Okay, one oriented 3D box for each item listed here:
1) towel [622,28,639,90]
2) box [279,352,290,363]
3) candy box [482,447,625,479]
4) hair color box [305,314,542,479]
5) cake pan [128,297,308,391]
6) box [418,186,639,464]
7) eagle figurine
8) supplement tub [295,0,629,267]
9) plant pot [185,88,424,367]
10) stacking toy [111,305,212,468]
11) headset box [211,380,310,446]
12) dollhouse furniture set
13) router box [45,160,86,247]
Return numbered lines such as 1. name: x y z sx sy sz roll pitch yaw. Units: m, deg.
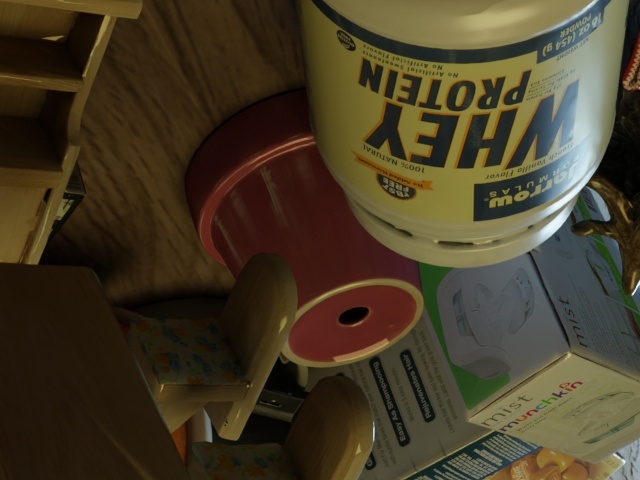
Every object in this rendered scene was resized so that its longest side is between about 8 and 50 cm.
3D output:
1. towel: 0.311 -0.253 1.193 0.275 0.031 0.199 -48 161 -30
2. box: 0.051 0.059 1.594 0.136 0.036 0.225 -34 171 20
3. candy box: 0.168 0.295 1.824 0.316 0.087 0.183 -45 133 7
4. hair color box: 0.143 0.155 1.713 0.347 0.174 0.105 -30 147 16
5. cake pan: -0.159 0.152 1.654 0.293 0.054 0.293 -14 147 -9
6. box: 0.198 0.050 1.506 0.127 0.262 0.231 -37 145 25
7. eagle figurine: 0.320 -0.096 1.438 0.226 0.298 0.225 -9 128 37
8. supplement tub: 0.102 -0.148 1.184 0.235 0.235 0.325 -17 147 -6
9. plant pot: 0.000 0.000 1.400 0.201 0.180 0.201 -14 147 -9
10. stacking toy: -0.341 0.132 1.280 0.350 0.350 0.480 -30 141 15
11. headset box: -0.140 0.235 1.633 0.293 0.110 0.218 -38 144 26
12. dollhouse furniture set: -0.187 0.009 1.067 0.362 0.394 0.256 3 127 -32
13. router box: -0.300 -0.025 1.320 0.179 0.046 0.133 9 138 -37
